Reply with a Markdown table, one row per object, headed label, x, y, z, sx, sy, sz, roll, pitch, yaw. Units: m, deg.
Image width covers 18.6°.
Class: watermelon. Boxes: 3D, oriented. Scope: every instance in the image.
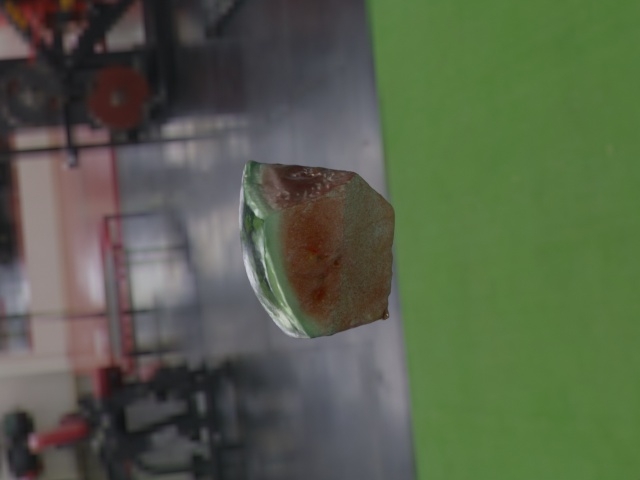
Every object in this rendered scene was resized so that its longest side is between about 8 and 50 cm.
| label | x | y | z | sx | sy | sz | roll | pitch | yaw |
| --- | --- | --- | --- | --- | --- | --- | --- | --- | --- |
| watermelon | -0.002 | 0.005 | 0.914 | 0.092 | 0.072 | 0.085 | -104 | 15 | -75 |
